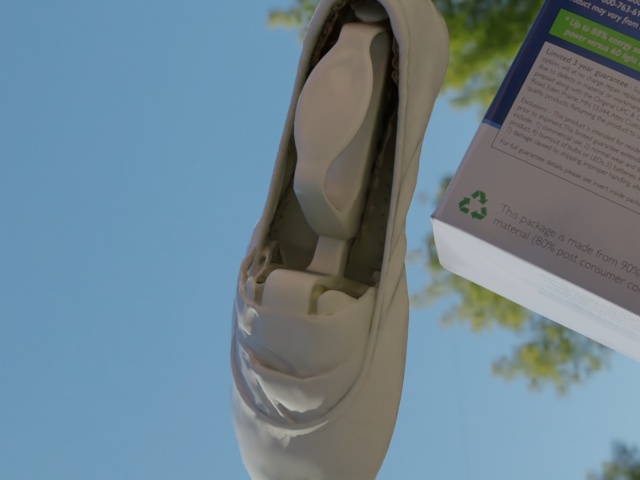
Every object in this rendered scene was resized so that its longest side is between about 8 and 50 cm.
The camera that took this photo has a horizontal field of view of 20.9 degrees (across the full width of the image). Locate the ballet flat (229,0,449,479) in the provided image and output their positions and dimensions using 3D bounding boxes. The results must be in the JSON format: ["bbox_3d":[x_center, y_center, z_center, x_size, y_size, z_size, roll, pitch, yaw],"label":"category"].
[{"bbox_3d":[0.000,0.000,1.224,0.139,0.139,0.400,22,-101,-65],"label":"ballet flat"}]

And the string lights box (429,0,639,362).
[{"bbox_3d":[0.152,-0.084,0.544,0.260,0.133,0.077,-62,-11,-8],"label":"string lights box"}]
